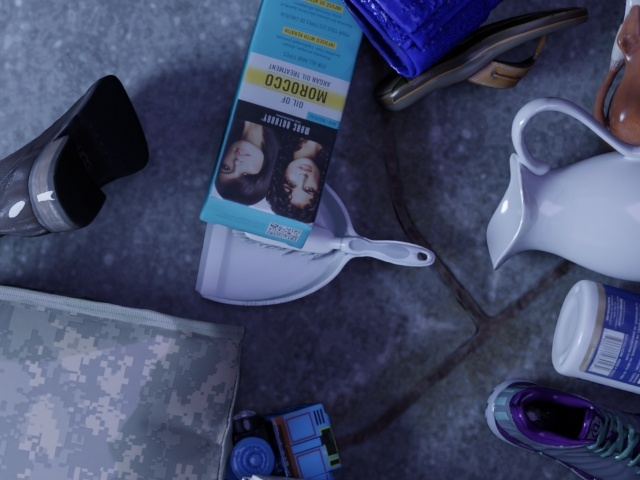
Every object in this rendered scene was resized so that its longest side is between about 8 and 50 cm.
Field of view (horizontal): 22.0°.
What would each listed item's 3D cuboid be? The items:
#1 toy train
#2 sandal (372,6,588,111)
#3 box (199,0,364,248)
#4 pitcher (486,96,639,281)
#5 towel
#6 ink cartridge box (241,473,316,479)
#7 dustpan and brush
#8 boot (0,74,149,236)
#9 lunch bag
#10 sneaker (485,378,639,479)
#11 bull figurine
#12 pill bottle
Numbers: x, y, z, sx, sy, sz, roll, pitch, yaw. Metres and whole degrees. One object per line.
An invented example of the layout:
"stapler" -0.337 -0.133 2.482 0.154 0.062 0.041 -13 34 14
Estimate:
"toy train" -0.027 0.238 1.509 0.105 0.080 0.184 -15 89 -18
"sandal" 0.156 -0.165 1.574 0.219 0.090 0.060 -28 105 -11
"box" -0.031 -0.123 1.525 0.101 0.060 0.244 16 68 -6
"pitcher" 0.270 -0.048 1.541 0.207 0.125 0.177 3 122 -4
"towel" 0.121 -0.325 1.555 0.308 0.076 0.227 -41 92 -23
"ink cartridge box" 0.008 0.333 1.425 0.172 0.100 0.237 10 87 -24
"dustpan and brush" 0.000 0.000 1.544 0.211 0.060 0.147 11 83 -7
"boot" -0.289 -0.052 1.471 0.229 0.263 0.091 -16 110 21
"lunch bag" -0.215 0.166 1.443 0.287 0.169 0.235 11 83 -3
"sneaker" 0.267 0.192 1.544 0.224 0.098 0.083 17 82 -6
"bull figurine" 0.420 -0.154 1.596 0.310 0.101 0.188 -1 89 -7
"pill bottle" 0.314 0.102 1.562 0.169 0.094 0.094 16 82 -7
